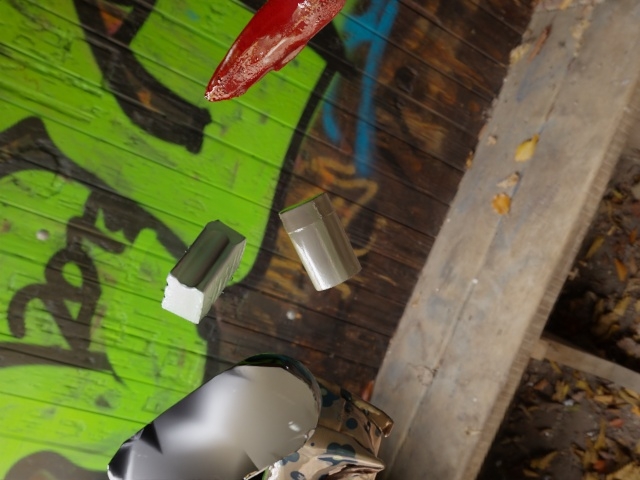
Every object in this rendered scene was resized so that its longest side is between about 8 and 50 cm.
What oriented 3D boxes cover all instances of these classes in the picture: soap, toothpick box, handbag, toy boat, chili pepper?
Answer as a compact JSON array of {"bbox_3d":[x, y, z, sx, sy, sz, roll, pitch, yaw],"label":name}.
[{"bbox_3d":[-0.233,0.056,1.315,0.230,0.091,0.145,-61,-4,-45],"label":"soap"},{"bbox_3d":[0.000,0.000,1.306,0.111,0.180,0.111,-26,6,3],"label":"toothpick box"},{"bbox_3d":[0.008,0.388,1.108,0.190,0.193,0.251,-70,-3,-64],"label":"handbag"},{"bbox_3d":[-0.126,0.240,0.811,0.299,0.134,0.092,-35,3,13],"label":"toy boat"},{"bbox_3d":[-0.063,-0.380,1.101,0.388,0.110,0.110,-41,34,16],"label":"chili pepper"}]
